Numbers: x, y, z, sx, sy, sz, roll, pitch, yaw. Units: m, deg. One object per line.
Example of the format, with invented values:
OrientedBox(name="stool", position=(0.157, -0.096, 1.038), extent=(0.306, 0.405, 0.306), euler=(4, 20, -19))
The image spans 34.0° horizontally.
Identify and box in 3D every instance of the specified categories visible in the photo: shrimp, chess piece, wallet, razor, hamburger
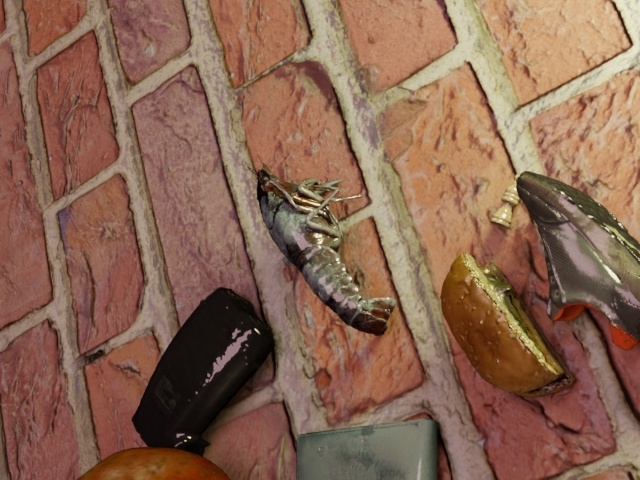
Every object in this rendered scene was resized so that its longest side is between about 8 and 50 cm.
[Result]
OrientedBox(name="shrimp", position=(-0.005, -0.002, 1.884), extent=(0.221, 0.166, 0.410), euler=(-60, 42, 40))
OrientedBox(name="chess piece", position=(0.316, -0.067, 1.745), extent=(0.035, 0.035, 0.092), euler=(20, 85, 38))
OrientedBox(name="wallet", position=(0.077, 0.435, 1.757), extent=(0.290, 0.054, 0.251), euler=(-14, 65, 37))
OrientedBox(name="razor", position=(-0.229, 0.258, 1.992), extent=(0.189, 0.107, 0.327), euler=(42, 103, 37))
OrientedBox(name="hamburger", position=(0.274, 0.142, 1.654), extent=(0.131, 0.124, 0.262), euler=(-42, 56, 19))

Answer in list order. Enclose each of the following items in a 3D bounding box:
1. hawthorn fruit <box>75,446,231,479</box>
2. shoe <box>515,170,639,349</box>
OrientedBox(name="hawthorn fruit", position=(-0.329, 0.556, 1.802), extent=(0.403, 0.403, 0.403), euler=(-11, 70, 33))
OrientedBox(name="shoe", position=(0.398, 0.042, 1.607), extent=(0.336, 0.132, 0.171), euler=(49, 115, 32))
